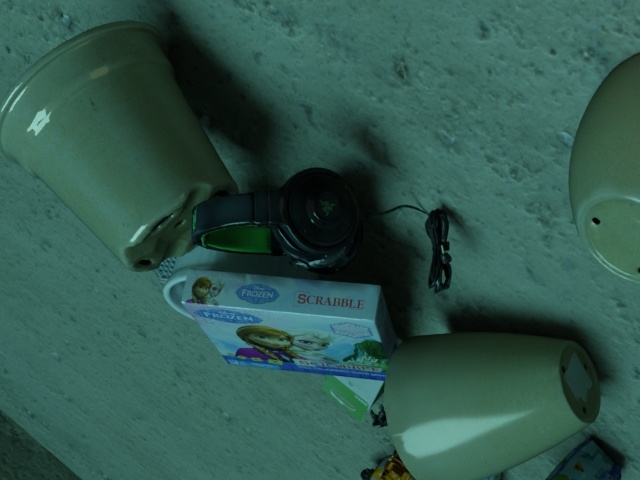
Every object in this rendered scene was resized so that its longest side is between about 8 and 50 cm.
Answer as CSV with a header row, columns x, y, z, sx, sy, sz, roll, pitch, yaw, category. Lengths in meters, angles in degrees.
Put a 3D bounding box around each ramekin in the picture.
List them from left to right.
x,y,z,sx,sy,sz,roll,pitch,yaw,category
-0.129,0.060,1.950,0.277,0.135,0.277,8,156,3,ramekin

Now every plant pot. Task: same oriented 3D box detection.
x,y,z,sx,sy,sz,roll,pitch,yaw,category
-0.308,-0.129,1.788,0.305,0.334,0.334,52,150,15,plant pot
0.284,0.245,1.722,0.274,0.256,0.256,-20,112,37,plant pot
0.401,-0.055,1.277,0.284,0.191,0.284,29,143,24,plant pot

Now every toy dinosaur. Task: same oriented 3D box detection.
x,y,z,sx,sy,sz,roll,pitch,yaw,category
0.159,0.332,2.059,0.118,0.064,0.268,4,145,-9,toy dinosaur

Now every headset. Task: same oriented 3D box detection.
x,y,z,sx,sy,sz,roll,pitch,yaw,category
0.000,0.000,1.686,0.394,0.185,0.243,-3,168,3,headset

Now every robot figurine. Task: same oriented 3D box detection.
x,y,z,sx,sy,sz,roll,pitch,yaw,category
0.178,0.520,2.244,0.211,0.085,0.291,30,147,8,robot figurine

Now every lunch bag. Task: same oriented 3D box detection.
x,y,z,sx,sy,sz,roll,pitch,yaw,category
0.389,0.438,1.809,0.090,0.219,0.176,43,147,16,lunch bag

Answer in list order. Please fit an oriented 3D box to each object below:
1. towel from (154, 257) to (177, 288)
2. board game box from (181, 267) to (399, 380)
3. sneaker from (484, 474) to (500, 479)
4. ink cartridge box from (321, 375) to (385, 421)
x,y,z,sx,sy,sz,roll,pitch,yaw,category
-0.259,0.042,2.241,0.324,0.056,0.312,10,133,41,towel
-0.038,0.148,1.861,0.319,0.065,0.318,4,156,13,board game box
0.285,0.410,2.022,0.087,0.092,0.228,24,122,33,sneaker
0.076,0.251,2.092,0.109,0.062,0.209,37,147,13,ink cartridge box
